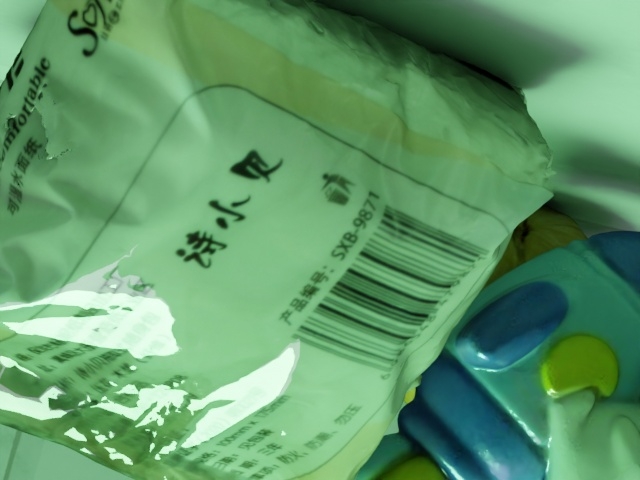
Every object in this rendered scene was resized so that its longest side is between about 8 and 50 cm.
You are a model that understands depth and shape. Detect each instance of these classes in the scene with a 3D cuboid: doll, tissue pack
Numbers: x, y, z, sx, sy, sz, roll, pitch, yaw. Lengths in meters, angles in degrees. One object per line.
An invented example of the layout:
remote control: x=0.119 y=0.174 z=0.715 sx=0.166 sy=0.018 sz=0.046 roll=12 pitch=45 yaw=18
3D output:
doll: x=0.211 y=0.129 z=1.185 sx=0.366 sy=0.376 sz=0.187 roll=16 pitch=146 yaw=2
tissue pack: x=-0.070 y=0.012 z=1.020 sx=0.390 sy=0.375 sz=0.195 roll=25 pitch=-156 yaw=-28

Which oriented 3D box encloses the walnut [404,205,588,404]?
walnut: x=0.154 y=0.072 z=1.403 sx=0.195 sy=0.221 sz=0.195 roll=9 pitch=-148 yaw=-6
